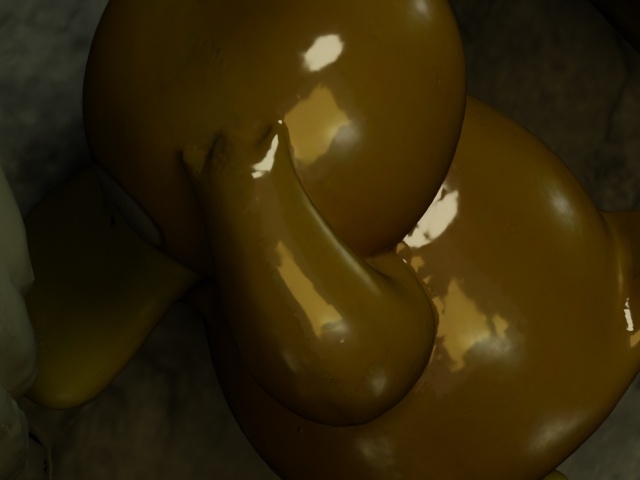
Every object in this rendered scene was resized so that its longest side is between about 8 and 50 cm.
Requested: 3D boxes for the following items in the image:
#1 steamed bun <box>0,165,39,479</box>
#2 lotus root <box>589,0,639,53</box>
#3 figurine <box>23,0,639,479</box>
[{"bbox_3d":[-0.213,0.038,0.487,0.324,0.219,0.309,-25,123,-21],"label":"steamed bun"},{"bbox_3d":[0.230,-0.214,0.640,0.390,0.111,0.375,-47,153,6],"label":"lotus root"},{"bbox_3d":[0.010,0.001,0.639,0.228,0.215,0.215,26,94,-26],"label":"figurine"}]
